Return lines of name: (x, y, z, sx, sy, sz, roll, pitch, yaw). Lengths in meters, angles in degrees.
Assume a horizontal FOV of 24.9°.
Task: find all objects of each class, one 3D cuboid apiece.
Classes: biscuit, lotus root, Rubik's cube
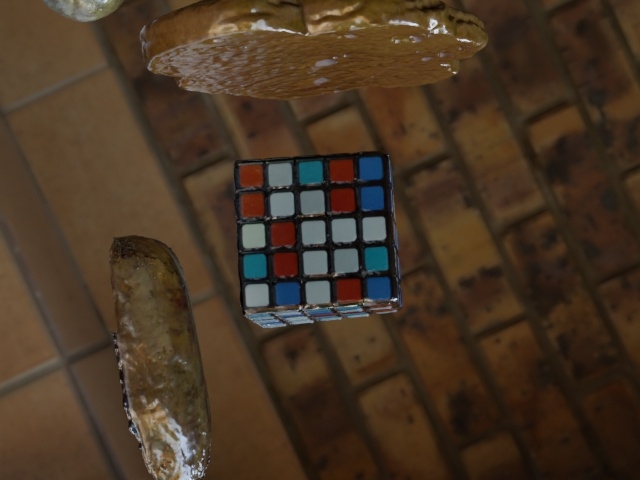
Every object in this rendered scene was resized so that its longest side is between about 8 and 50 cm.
biscuit: (0.002, -0.142, 1.030, 0.290, 0.208, 0.041, -1, 83, -50)
lotus root: (-0.345, -0.399, 2.062, 0.322, 0.140, 0.158, -143, -145, -67)
Rubik's cube: (0.000, 0.000, 1.722, 0.182, 0.187, 0.184, 61, 23, -81)
lotus root: (-0.168, 0.149, 1.680, 0.167, 0.078, 0.329, -19, 98, -71)
